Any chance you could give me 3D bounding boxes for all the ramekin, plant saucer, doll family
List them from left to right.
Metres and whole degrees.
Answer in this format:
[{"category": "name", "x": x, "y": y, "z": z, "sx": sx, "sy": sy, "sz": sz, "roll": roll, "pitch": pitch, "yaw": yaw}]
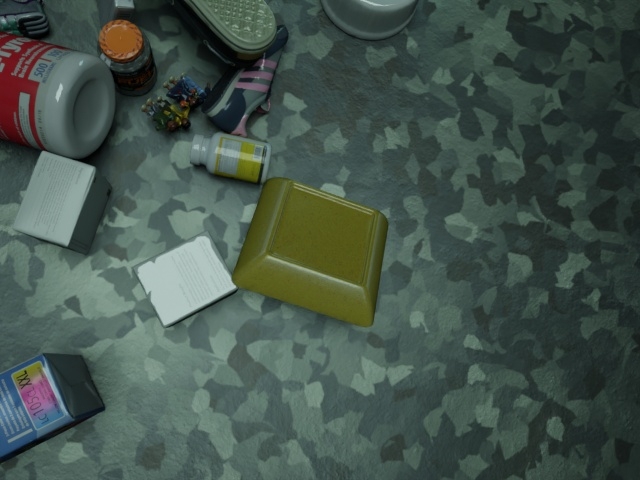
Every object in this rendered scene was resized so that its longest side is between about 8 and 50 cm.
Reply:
[{"category": "doll family", "x": -0.335, "y": -0.329, "z": 1.412, "sx": 0.111, "sy": 0.076, "sz": 0.193, "roll": 36, "pitch": 75, "yaw": 2}, {"category": "plant saucer", "x": 0.000, "y": 0.000, "z": 1.345, "sx": 0.333, "sy": 0.081, "sz": 0.332, "roll": 18, "pitch": 51, "yaw": -6}, {"category": "ramekin", "x": 0.140, "y": -0.679, "z": 1.504, "sx": 0.277, "sy": 0.135, "sz": 0.277, "roll": 1, "pitch": 82, "yaw": -9}]

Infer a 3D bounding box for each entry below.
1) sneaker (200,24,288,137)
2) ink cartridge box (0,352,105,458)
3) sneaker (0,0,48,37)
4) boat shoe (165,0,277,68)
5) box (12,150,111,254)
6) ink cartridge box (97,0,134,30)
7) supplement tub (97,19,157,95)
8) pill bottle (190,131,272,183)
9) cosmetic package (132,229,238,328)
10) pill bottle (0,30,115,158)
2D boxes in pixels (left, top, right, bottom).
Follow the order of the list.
[{"category": "sneaker", "x": -0.161, "y": -0.394, "z": 1.450, "sx": 0.131, "sy": 0.112, "sz": 0.319, "roll": 45, "pitch": 71, "yaw": -31}, {"category": "ink cartridge box", "x": -0.673, "y": 0.379, "z": 1.162, "sx": 0.396, "sy": 0.270, "sz": 0.151, "roll": -24, "pitch": 82, "yaw": -11}, {"category": "sneaker", "x": -0.764, "y": -0.520, "z": 1.376, "sx": 0.224, "sy": 0.083, "sz": 0.098, "roll": -13, "pitch": 64, "yaw": -15}, {"category": "boat shoe", "x": -0.291, "y": -0.595, "z": 1.323, "sx": 0.187, "sy": 0.156, "sz": 0.500, "roll": -39, "pitch": 87, "yaw": -21}, {"category": "box", "x": -0.562, "y": -0.077, "z": 1.285, "sx": 0.119, "sy": 0.181, "sz": 0.181, "roll": 17, "pitch": 80, "yaw": -6}, {"category": "ink cartridge box", "x": -0.483, "y": -0.588, "z": 1.346, "sx": 0.045, "sy": 0.223, "sz": 0.223, "roll": -8, "pitch": 86, "yaw": -28}, {"category": "supplement tub", "x": -0.446, "y": -0.421, "z": 1.345, "sx": 0.117, "sy": 0.190, "sz": 0.116, "roll": 1, "pitch": 83, "yaw": -9}, {"category": "pill bottle", "x": -0.214, "y": -0.202, "z": 1.399, "sx": 0.184, "sy": 0.103, "sz": 0.103, "roll": 11, "pitch": 81, "yaw": -8}, {"category": "cosmetic package", "x": -0.302, "y": 0.091, "z": 1.322, "sx": 0.184, "sy": 0.151, "sz": 0.151, "roll": -27, "pitch": 87, "yaw": -12}, {"category": "pill bottle", "x": -0.681, "y": -0.332, "z": 1.258, "sx": 0.408, "sy": 0.229, "sz": 0.228, "roll": 15, "pitch": 80, "yaw": 5}]
